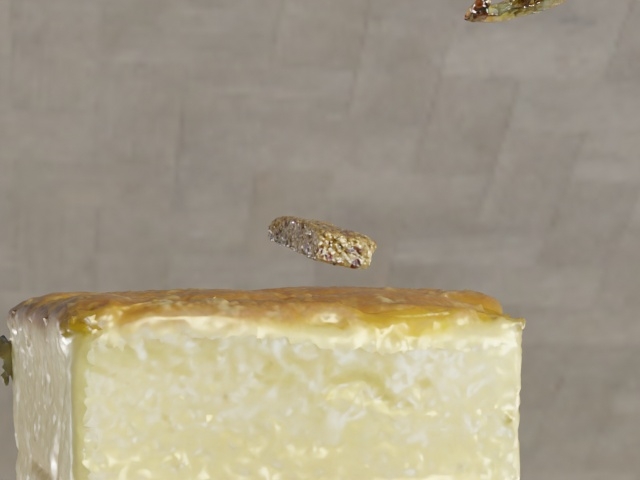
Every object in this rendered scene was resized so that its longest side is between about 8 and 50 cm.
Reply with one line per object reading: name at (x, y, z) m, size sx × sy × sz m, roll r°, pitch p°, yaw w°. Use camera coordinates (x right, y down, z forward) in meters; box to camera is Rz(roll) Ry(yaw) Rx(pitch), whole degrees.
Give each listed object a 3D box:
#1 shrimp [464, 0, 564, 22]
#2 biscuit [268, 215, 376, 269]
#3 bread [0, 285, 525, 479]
shrimp at (0.164, -0.190, 1.465) m, size 0.091 × 0.025 × 0.127 m, roll -11°, pitch 168°, yaw -44°
biscuit at (0.000, 0.000, 1.907) m, size 0.064 × 0.034 × 0.199 m, roll 11°, pitch -177°, yaw -16°
bread at (-0.040, 0.130, 1.152) m, size 0.279 × 0.207 × 0.279 m, roll 1°, pitch 178°, yaw -19°
